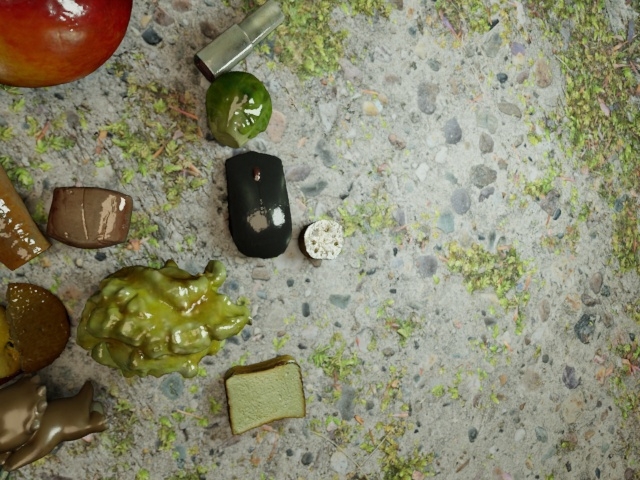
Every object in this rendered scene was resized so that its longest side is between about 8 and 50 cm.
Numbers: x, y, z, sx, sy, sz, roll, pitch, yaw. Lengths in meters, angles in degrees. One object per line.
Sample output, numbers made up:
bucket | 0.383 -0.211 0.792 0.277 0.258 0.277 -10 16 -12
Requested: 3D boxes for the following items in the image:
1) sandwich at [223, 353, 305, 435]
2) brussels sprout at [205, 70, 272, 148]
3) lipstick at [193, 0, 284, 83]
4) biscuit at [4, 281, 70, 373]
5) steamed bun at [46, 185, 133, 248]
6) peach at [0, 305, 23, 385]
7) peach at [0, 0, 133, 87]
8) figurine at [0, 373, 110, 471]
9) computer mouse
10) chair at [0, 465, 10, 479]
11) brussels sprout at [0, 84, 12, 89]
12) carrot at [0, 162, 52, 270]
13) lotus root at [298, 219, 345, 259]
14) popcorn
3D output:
sandwich | -0.154 0.424 1.168 0.215 0.065 0.186 -10 96 -19
brussels sprout | -0.211 -0.331 1.063 0.180 0.144 0.161 -61 145 -19
lipstick | -0.204 -0.512 1.082 0.253 0.079 0.077 -44 107 -12
biscuit | -0.635 0.191 0.956 0.126 0.025 0.206 3 63 -58
steamed bun | -0.532 -0.052 0.982 0.175 0.106 0.144 7 91 -10
peach | -0.798 0.217 0.845 0.201 0.257 0.361 -34 133 11
peach | -0.558 -0.487 0.814 0.389 0.388 0.387 -1 94 -20
figurine | -0.612 0.369 0.920 0.247 0.177 0.172 -13 90 -31
computer mouse | -0.162 -0.095 1.119 0.169 0.087 0.295 -8 94 -16
chair | -0.736 0.496 0.868 0.147 0.136 0.270 18 115 -19
brussels sprout | -0.710 -0.363 0.922 0.085 0.058 0.085 -6 100 -36
carrot | -0.710 -0.084 0.899 0.139 0.139 0.301 -34 104 -15
lotus root | 0.000 -0.003 1.188 0.122 0.081 0.112 5 90 -20
popcorn | -0.358 0.187 0.966 0.336 0.279 0.274 17 43 -30
